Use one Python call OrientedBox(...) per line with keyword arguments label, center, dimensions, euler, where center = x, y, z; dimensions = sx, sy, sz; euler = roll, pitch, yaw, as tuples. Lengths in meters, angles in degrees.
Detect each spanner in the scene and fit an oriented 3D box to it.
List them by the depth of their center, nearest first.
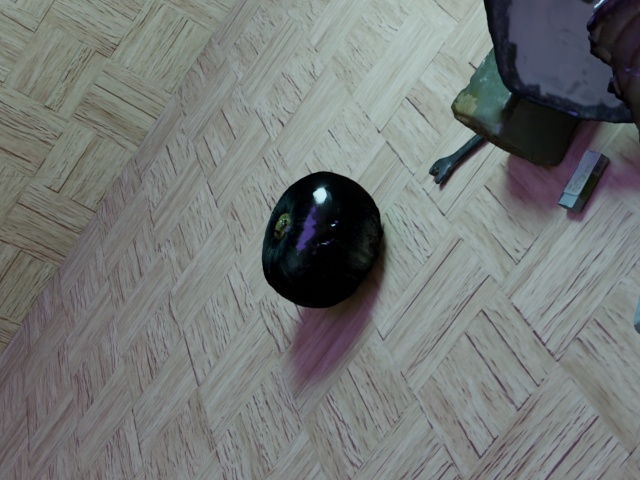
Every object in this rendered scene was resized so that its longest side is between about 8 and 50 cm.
OrientedBox(label="spanner", center=(0.255, -0.167, 1.928), dimensions=(0.254, 0.015, 0.054), euler=(-41, 34, 35))

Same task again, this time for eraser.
OrientedBox(label="eraser", center=(0.349, -0.078, 1.658), dimensions=(0.083, 0.019, 0.038), euler=(-61, 27, 0))

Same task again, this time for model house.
OrientedBox(label="model house", center=(0.405, -0.310, 1.601), dimensions=(0.301, 0.190, 0.271), euler=(-36, 32, -25))

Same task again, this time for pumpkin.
OrientedBox(label="pumpkin", center=(0.000, 0.000, 2.057), dimensions=(0.233, 0.163, 0.233), euler=(-45, 30, 35))

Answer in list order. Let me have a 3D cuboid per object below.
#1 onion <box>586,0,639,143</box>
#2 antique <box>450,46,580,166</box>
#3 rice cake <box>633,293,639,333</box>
OrientedBox(label="onion", center=(0.457, -0.170, 1.321), dimensions=(0.280, 0.314, 0.146), euler=(-14, 21, 26))
OrientedBox(label="antique", center=(0.325, -0.257, 1.764), dimensions=(0.284, 0.125, 0.150), euler=(-59, 27, 5))
OrientedBox(label="rice cake", center=(0.395, 0.026, 1.449), dimensions=(0.042, 0.030, 0.180), euler=(-6, 58, 45))
